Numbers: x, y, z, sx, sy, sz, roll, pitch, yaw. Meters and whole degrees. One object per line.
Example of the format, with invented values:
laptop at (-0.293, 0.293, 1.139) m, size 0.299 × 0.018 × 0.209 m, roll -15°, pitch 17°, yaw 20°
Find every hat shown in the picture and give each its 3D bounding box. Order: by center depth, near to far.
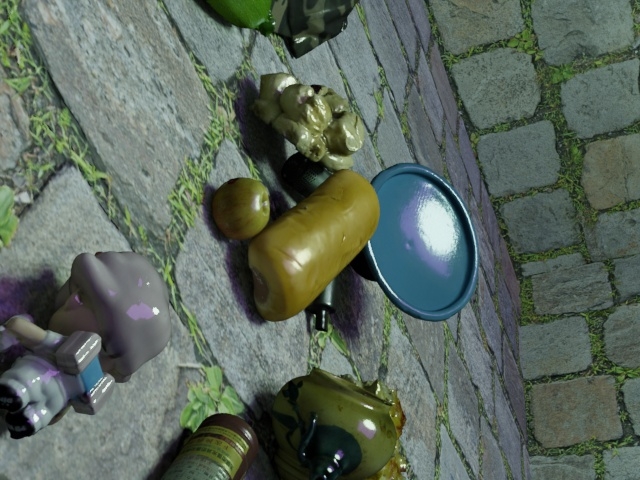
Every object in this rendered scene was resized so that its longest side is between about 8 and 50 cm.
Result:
hat at (-0.038, -0.527, 1.464) m, size 0.381 × 0.258 × 0.366 m, roll -74°, pitch 148°, yaw -88°

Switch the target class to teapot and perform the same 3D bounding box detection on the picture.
teapot at (0.004, 0.276, 1.138) m, size 0.269 × 0.173 × 0.182 m, roll 133°, pitch -18°, yaw -85°

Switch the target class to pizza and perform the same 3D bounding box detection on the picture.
pizza at (0.097, 0.340, 1.424) m, size 0.323 × 0.090 × 0.223 m, roll -81°, pitch 154°, yaw -48°

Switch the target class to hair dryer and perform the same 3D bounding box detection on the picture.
hair dryer at (0.028, 0.028, 1.479) m, size 0.320 × 0.156 × 0.284 m, roll 25°, pitch 73°, yaw -50°

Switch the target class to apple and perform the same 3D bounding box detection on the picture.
apple at (-0.105, -0.044, 1.134) m, size 0.084 × 0.071 × 0.083 m, roll -13°, pitch 90°, yaw -70°

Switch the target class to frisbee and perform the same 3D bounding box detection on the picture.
frisbee at (0.170, 0.004, 1.492) m, size 0.290 × 0.049 × 0.289 m, roll 13°, pitch 69°, yaw -36°

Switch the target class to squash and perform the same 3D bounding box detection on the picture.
squash at (-0.153, -0.398, 1.199) m, size 0.379 × 0.102 × 0.101 m, roll 39°, pitch 42°, yaw -61°

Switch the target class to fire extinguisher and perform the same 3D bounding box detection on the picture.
fire extinguisher at (-0.130, 0.282, 0.846) m, size 0.252 × 0.075 × 0.106 m, roll -54°, pitch 128°, yaw -65°

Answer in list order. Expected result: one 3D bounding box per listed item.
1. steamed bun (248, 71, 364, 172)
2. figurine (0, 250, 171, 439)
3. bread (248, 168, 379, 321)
steamed bun at (-0.018, -0.204, 1.347) m, size 0.177 × 0.106 × 0.192 m, roll 27°, pitch 14°, yaw -49°
figurine at (-0.201, 0.081, 0.748) m, size 0.229 × 0.112 × 0.137 m, roll -52°, pitch 132°, yaw -53°
bread at (0.000, 0.000, 1.253) m, size 0.305 × 0.091 × 0.141 m, roll -44°, pitch 139°, yaw -49°
